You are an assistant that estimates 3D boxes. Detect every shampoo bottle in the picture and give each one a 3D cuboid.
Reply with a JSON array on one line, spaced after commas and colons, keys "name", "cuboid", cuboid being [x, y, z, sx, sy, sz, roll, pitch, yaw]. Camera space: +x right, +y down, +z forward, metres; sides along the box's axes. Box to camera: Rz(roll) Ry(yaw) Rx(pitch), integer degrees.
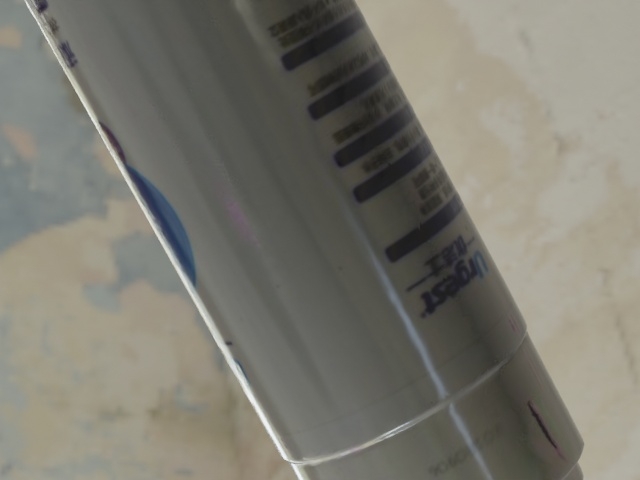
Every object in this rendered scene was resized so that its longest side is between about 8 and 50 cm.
[{"name": "shampoo bottle", "cuboid": [0.000, 0.000, 0.581, 0.303, 0.092, 0.092, 62, -27, -8]}]
